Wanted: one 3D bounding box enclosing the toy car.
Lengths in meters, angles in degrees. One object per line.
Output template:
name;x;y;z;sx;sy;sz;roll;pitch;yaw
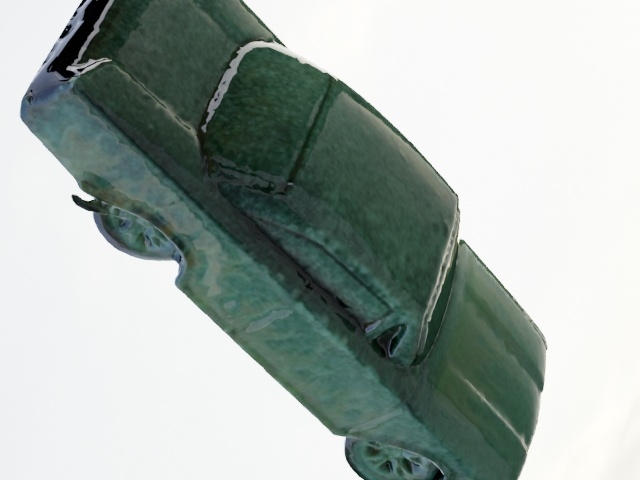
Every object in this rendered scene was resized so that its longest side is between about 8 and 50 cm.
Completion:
toy car;0.000;0.000;0.892;0.320;0.097;0.141;45;-140;-22
